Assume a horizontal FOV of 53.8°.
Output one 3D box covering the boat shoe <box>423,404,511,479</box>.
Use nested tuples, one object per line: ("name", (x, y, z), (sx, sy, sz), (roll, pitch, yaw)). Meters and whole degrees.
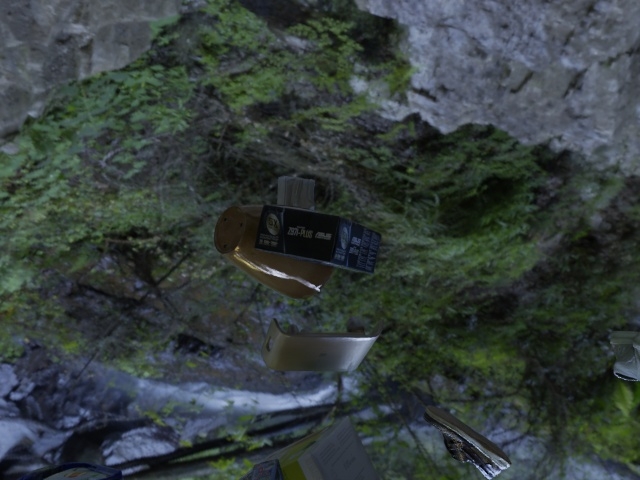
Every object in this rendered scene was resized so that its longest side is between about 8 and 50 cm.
("boat shoe", (0.378, 0.542, 1.669), (0.092, 0.285, 0.103), (-54, -165, 3))

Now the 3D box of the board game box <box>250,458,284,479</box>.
("board game box", (-0.103, 0.574, 1.275), (0.194, 0.060, 0.194), (0, 74, -83))

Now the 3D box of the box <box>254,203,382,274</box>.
("box", (0.000, 0.000, 1.072), (0.180, 0.147, 0.078), (18, 84, -61))

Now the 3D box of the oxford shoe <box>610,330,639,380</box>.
("oxford shoe", (0.742, 0.261, 1.359), (0.449, 0.169, 0.130), (45, 49, -78))

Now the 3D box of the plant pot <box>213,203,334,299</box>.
("plant pot", (-0.124, 0.004, 1.540), (0.254, 0.237, 0.237), (21, 95, -43))

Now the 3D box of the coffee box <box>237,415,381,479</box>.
("coffee box", (-0.028, 0.748, 1.742), (0.334, 0.338, 0.337), (-31, 171, 18))

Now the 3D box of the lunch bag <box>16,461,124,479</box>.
("lunch bag", (-0.559, 0.677, 1.383), (0.238, 0.385, 0.328), (-9, 85, -35))

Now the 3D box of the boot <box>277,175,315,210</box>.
("boot", (-0.071, -0.063, 1.888), (0.095, 0.123, 0.259), (169, -76, -86))

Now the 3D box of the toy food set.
("toy food set", (0.001, 0.273, 1.727), (0.220, 0.305, 0.093), (113, -24, -52))
